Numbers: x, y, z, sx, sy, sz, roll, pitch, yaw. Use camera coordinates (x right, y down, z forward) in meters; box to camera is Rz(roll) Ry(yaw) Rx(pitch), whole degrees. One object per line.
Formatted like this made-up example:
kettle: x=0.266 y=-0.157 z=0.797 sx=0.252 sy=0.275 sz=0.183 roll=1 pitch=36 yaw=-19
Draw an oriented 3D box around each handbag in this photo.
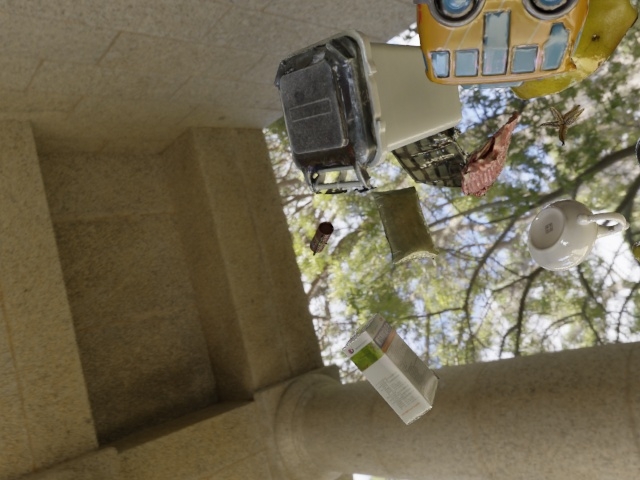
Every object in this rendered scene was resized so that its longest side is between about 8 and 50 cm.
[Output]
handbag: x=0.408 y=-0.340 z=1.994 sx=0.325 sy=0.327 sz=0.162 roll=45 pitch=-106 yaw=-33

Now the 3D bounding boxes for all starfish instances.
starfish: x=0.754 y=-0.358 z=1.687 sx=0.041 sy=0.133 sz=0.130 roll=-18 pitch=-75 yaw=-71

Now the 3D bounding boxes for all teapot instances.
teapot: x=0.682 y=-0.014 z=1.488 sx=0.139 sy=0.298 sz=0.204 roll=22 pitch=-113 yaw=-20

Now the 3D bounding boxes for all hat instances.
hat: x=0.453 y=-0.213 z=1.500 sx=0.107 sy=0.286 sz=0.236 roll=41 pitch=-99 yaw=20

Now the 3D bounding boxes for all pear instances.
pear: x=0.667 y=-0.607 z=1.544 sx=0.191 sy=0.386 sz=0.340 roll=32 pitch=-149 yaw=-30

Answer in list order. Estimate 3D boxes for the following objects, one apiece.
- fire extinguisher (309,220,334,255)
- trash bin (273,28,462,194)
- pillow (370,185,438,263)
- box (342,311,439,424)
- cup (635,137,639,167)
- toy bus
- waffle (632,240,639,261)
fire extinguisher: x=0.000 y=0.000 z=1.282 sx=0.039 sy=0.132 sz=0.056 roll=19 pitch=-118 yaw=-5
trash bin: x=0.119 y=-0.273 z=1.138 sx=0.368 sy=0.256 sz=0.295 roll=-20 pitch=-78 yaw=-38
pillow: x=0.309 y=-0.057 z=1.972 sx=0.185 sy=0.075 sz=0.302 roll=-9 pitch=-112 yaw=-16
box: x=0.222 y=0.389 z=1.674 sx=0.299 sy=0.106 sz=0.200 roll=47 pitch=-161 yaw=5
cup: x=0.553 y=-0.188 z=0.698 sx=0.228 sy=0.257 sz=0.301 roll=19 pitch=-123 yaw=-19
toy bus: x=0.223 y=-0.263 z=0.675 sx=0.126 sy=0.210 sz=0.136 roll=-66 pitch=-27 yaw=-62
waffle: x=0.428 y=0.048 z=0.496 sx=0.291 sy=0.291 sz=0.051 roll=1 pitch=-68 yaw=-41
